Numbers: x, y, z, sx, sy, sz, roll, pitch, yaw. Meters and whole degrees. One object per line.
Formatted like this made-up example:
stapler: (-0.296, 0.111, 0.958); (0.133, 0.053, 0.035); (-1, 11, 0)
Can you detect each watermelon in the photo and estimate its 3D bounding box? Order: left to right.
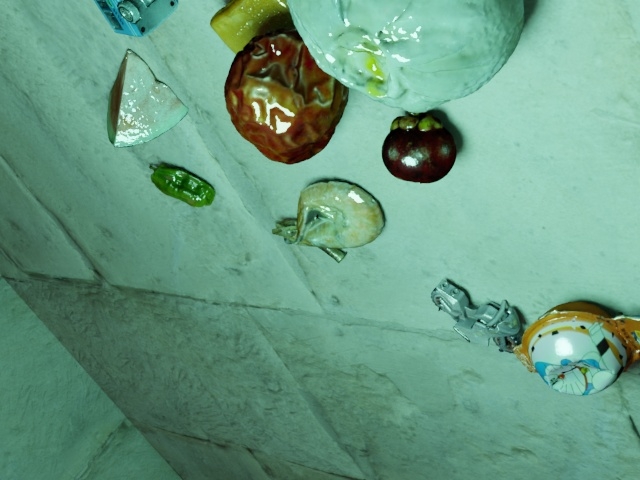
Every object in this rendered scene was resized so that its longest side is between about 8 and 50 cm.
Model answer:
watermelon: (-0.393, -0.313, 2.093); (0.207, 0.136, 0.202); (46, 121, 42)

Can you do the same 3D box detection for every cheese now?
cheese: (0.513, 0.187, 1.752); (0.329, 0.129, 0.217); (-16, 128, 33)

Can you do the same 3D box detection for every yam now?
yam: (0.000, 0.000, 2.129); (0.129, 0.033, 0.027); (39, 173, 7)

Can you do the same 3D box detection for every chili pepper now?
chili pepper: (-0.345, -0.136, 2.251); (0.204, 0.072, 0.073); (24, 149, 21)

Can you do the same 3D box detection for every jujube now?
jujube: (-0.055, -0.231, 1.659); (0.216, 0.216, 0.342); (34, 173, 5)

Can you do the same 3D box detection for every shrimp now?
shrimp: (-0.001, -0.051, 2.016); (0.317, 0.077, 0.168); (-7, 123, 41)

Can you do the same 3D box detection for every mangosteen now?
mangosteen: (0.168, -0.166, 1.645); (0.140, 0.140, 0.140); (26, 148, 18)

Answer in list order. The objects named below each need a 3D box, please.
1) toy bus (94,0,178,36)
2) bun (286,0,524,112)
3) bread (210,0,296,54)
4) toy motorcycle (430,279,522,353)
toy bus: (-0.376, -0.500, 1.749); (0.134, 0.113, 0.246); (13, 144, 44)
bun: (0.108, -0.328, 1.384); (0.361, 0.211, 0.362); (25, 149, 17)
bread: (-0.101, -0.385, 1.654); (0.116, 0.077, 0.200); (47, 147, -14)
toy motorcycle: (0.319, 0.153, 1.952); (0.215, 0.080, 0.122); (33, 150, 15)
